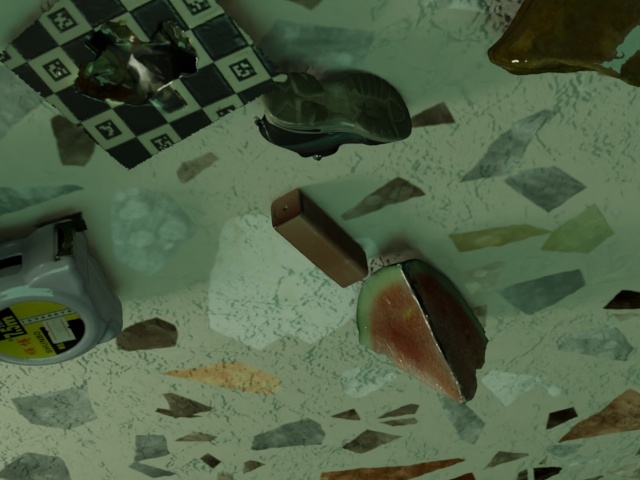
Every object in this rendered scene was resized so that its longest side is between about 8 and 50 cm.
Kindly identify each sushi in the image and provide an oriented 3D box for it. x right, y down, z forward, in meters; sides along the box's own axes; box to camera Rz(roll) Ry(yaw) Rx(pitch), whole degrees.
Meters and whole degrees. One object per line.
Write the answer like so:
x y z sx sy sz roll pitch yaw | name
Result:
-0.169 -0.178 0.864 0.210 0.040 0.192 -27 128 26 | sushi

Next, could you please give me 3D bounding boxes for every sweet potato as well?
0.308 -0.250 0.760 0.157 0.158 0.369 30 117 -35 | sweet potato

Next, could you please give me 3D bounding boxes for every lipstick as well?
0.000 0.000 1.084 0.045 0.045 0.145 -29 134 21 | lipstick

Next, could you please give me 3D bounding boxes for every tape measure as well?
-0.340 0.064 1.081 0.178 0.105 0.196 -12 141 -4 | tape measure

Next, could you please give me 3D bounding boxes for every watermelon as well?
0.150 0.100 1.149 0.136 0.202 0.207 -41 146 -20 | watermelon

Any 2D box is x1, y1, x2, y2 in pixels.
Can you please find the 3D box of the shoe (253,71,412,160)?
0.007 -0.119 0.937 0.169 0.071 0.099 2 155 -24 | shoe
